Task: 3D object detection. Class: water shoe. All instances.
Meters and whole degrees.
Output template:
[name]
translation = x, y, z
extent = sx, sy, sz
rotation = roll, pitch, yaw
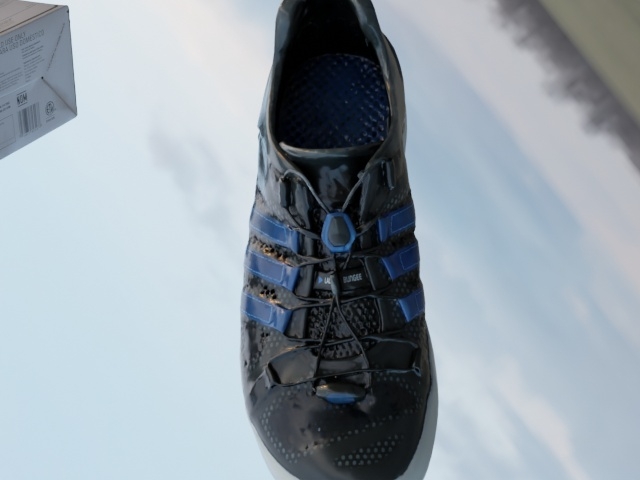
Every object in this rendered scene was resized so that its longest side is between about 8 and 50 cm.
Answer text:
[water shoe]
translation = 0.000, 0.000, 0.693
extent = 0.080, 0.073, 0.203
rotation = 75, -171, -61

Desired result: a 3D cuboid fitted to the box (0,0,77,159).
[box]
translation = -0.341, -0.122, 1.358
extent = 0.169, 0.290, 0.087
rotation = -38, -48, -54
